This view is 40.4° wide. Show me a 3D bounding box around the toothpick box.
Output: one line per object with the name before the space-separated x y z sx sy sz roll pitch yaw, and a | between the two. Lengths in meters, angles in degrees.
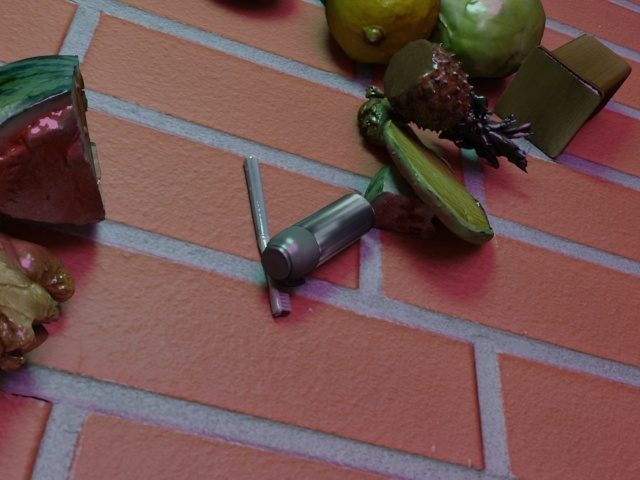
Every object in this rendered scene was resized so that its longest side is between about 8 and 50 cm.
toothpick box | 0.571 -0.351 1.988 0.187 0.190 0.308 41 41 14

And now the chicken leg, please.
chicken leg | 0.134 -0.269 1.752 0.103 0.088 0.227 17 48 5

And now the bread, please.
bread | 0.210 -0.108 1.595 0.301 0.045 0.301 43 19 -19

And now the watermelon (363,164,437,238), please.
watermelon | 0.137 -0.057 1.555 0.121 0.098 0.158 -34 83 -35

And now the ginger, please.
ginger | -0.451 0.006 1.150 0.236 0.166 0.375 -4 58 -17

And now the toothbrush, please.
toothbrush | -0.093 -0.018 1.449 0.030 0.025 0.342 9 47 -29

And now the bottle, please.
bottle | 0.000 0.000 1.432 0.080 0.096 0.254 0 19 35

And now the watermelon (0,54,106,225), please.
watermelon | -0.394 -0.175 1.224 0.319 0.222 0.292 15 34 -39

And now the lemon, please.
lemon | 0.133 -0.510 1.855 0.261 0.260 0.284 28 22 -1

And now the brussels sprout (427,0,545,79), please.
brussels sprout | 0.371 -0.496 1.986 0.274 0.242 0.316 -3 43 2

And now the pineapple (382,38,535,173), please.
pineapple | 0.274 -0.246 1.704 0.365 0.165 0.165 30 36 -41

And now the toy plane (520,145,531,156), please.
toy plane | 0.372 -0.224 1.863 0.167 0.054 0.062 29 18 1

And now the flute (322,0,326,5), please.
flute | -0.054 -0.642 2.046 0.014 0.014 0.269 -15 59 -36
